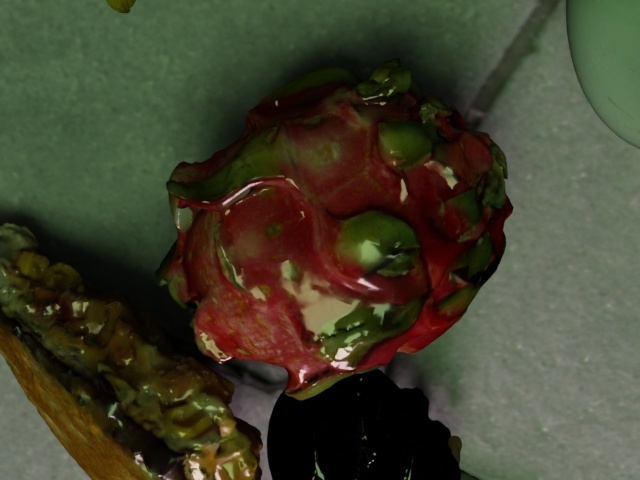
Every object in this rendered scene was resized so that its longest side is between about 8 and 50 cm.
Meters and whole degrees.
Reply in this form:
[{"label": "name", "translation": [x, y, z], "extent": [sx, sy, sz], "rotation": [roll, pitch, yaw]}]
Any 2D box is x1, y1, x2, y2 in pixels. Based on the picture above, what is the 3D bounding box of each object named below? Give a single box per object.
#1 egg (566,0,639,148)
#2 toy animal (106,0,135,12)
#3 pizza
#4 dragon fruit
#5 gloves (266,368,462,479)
[{"label": "egg", "translation": [0.264, -0.168, 1.340], "extent": [0.168, 0.168, 0.230], "rotation": [2, 125, 4]}, {"label": "toy animal", "translation": [-0.129, -0.272, 1.361], "extent": [0.155, 0.095, 0.219], "rotation": [33, 132, -14]}, {"label": "pizza", "translation": [-0.156, 0.147, 1.538], "extent": [0.409, 0.114, 0.278], "rotation": [48, 156, -6]}, {"label": "dragon fruit", "translation": [0.006, -0.003, 1.430], "extent": [0.303, 0.237, 0.231], "rotation": [-39, 89, 34]}, {"label": "gloves", "translation": [0.051, 0.175, 1.551], "extent": [0.203, 0.124, 0.164], "rotation": [-5, 107, -35]}]
